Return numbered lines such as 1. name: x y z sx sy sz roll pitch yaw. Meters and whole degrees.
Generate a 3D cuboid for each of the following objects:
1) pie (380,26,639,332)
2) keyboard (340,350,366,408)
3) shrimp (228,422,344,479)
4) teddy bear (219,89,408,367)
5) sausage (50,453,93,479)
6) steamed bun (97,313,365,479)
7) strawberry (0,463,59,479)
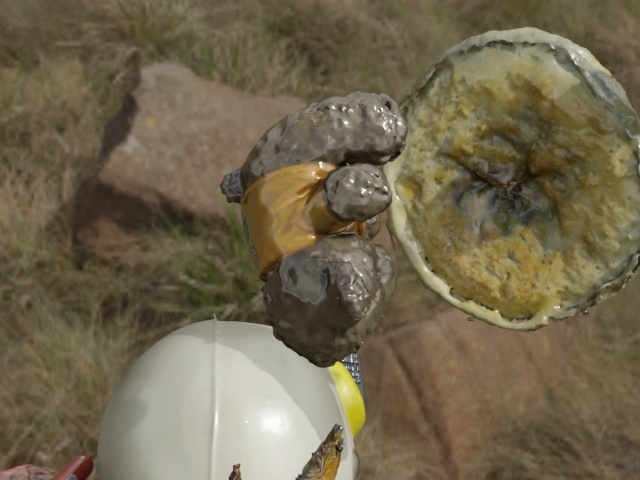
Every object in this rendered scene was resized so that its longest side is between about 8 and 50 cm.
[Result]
1. pie: 0.176 -0.052 1.051 0.274 0.274 0.055 27 21 20
2. keyboard: 0.032 0.143 1.652 0.064 0.010 0.198 14 62 -43
3. shrimp: -0.026 0.198 0.979 0.091 0.127 0.025 28 16 -7
4. teddy bear: 0.000 0.000 0.906 0.140 0.177 0.190 -4 63 -14
5. sausage: -0.302 0.292 1.301 0.034 0.034 0.253 14 15 6
6. steamed bun: -0.110 0.256 1.382 0.334 0.374 0.333 1 78 -3
7. strawberry: -0.301 0.387 1.501 0.336 0.149 0.265 24 -8 -36
